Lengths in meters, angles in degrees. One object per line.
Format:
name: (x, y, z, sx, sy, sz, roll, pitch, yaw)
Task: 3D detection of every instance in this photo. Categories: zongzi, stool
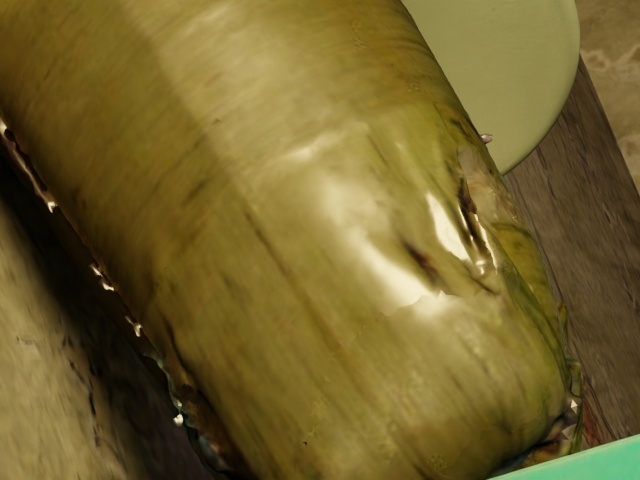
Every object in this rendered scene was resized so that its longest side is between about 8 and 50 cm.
zongzi: (0.000, 0.000, 0.800, 0.323, 0.160, 0.360, 59, 4, 20)
stool: (0.037, -0.146, 1.099, 0.195, 0.195, 0.199, 56, 17, -32)

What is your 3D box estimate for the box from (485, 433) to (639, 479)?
box: (0.088, 0.147, 0.609, 0.205, 0.311, 0.118, 36, 38, -62)
